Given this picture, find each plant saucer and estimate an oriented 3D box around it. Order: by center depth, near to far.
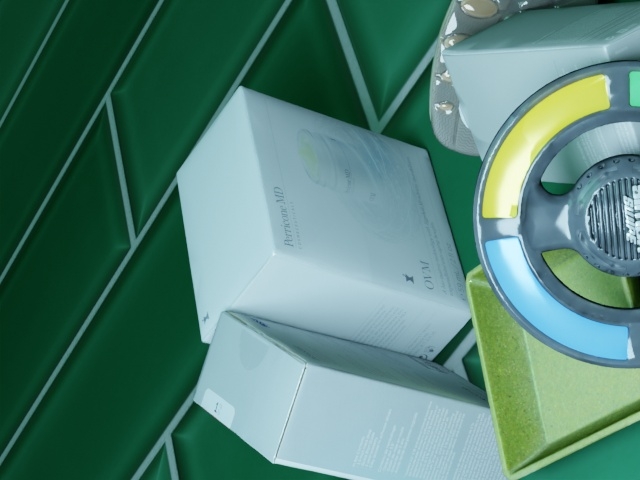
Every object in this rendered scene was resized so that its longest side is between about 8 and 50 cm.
[{"bbox_3d":[0.205,0.080,1.427,0.188,0.045,0.188,-37,55,49],"label":"plant saucer"}]

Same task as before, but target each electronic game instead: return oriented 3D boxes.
[{"bbox_3d":[0.227,-0.018,1.297,0.048,0.229,0.229,-48,-20,-79],"label":"electronic game"}]

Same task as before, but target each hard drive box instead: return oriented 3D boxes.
[{"bbox_3d":[0.035,0.145,1.527,0.181,0.232,0.089,26,99,63],"label":"hard drive box"}]

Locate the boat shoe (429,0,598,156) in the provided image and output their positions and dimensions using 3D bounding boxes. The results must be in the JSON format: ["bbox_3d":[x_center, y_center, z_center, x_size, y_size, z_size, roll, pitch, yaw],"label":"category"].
[{"bbox_3d":[0.193,-0.247,1.595,0.130,0.132,0.355,-81,11,-77],"label":"boat shoe"}]

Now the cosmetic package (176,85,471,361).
[{"bbox_3d":[0.000,0.000,1.675,0.138,0.225,0.224,-52,35,35],"label":"cosmetic package"}]

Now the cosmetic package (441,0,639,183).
[{"bbox_3d":[0.213,-0.119,1.433,0.238,0.107,0.127,16,130,63],"label":"cosmetic package"}]
